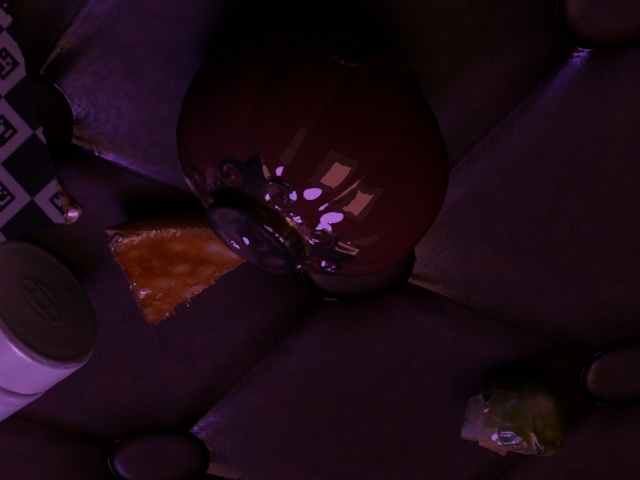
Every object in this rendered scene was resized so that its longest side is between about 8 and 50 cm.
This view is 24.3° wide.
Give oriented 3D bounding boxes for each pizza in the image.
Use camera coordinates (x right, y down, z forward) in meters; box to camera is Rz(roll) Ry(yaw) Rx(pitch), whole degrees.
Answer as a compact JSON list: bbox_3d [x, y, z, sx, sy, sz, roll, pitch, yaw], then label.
[{"bbox_3d":[-0.195,0.029,1.854,0.201,0.053,0.193,8,135,-33],"label":"pizza"}]

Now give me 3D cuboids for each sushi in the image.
[{"bbox_3d":[-0.417,-0.127,1.580,0.264,0.050,0.290,-16,96,7],"label":"sushi"}]

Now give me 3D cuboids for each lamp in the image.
[{"bbox_3d":[-0.008,-0.095,1.594,0.303,0.257,0.303,27,157,13],"label":"lamp"}]

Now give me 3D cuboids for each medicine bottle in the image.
[{"bbox_3d":[-0.455,0.150,1.848,0.332,0.190,0.190,-32,132,24],"label":"medicine bottle"}]

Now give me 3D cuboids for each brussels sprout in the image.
[{"bbox_3d":[0.279,0.243,2.116,0.149,0.122,0.151,17,167,-15],"label":"brussels sprout"}]

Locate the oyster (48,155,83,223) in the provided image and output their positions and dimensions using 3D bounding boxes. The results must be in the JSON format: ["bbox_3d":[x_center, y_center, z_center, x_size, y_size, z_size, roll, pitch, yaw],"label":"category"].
[{"bbox_3d":[-0.444,-0.054,1.682,0.351,0.114,0.238,2,137,-2],"label":"oyster"}]
